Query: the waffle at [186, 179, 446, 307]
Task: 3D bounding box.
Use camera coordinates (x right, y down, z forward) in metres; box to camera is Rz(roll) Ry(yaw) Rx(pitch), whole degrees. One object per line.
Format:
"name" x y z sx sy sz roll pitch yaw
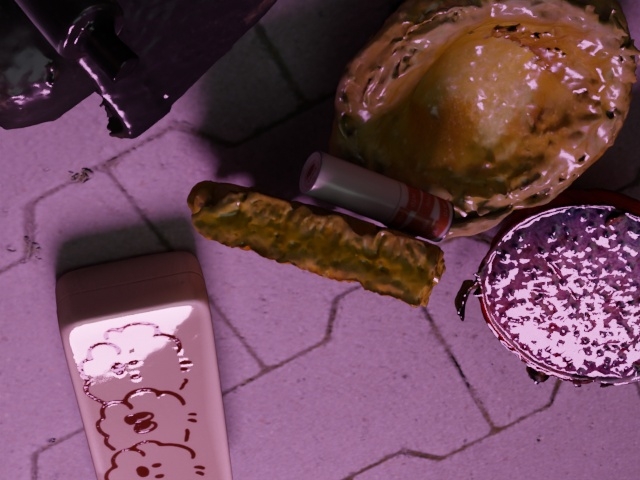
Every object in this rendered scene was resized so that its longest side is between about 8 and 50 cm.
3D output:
"waffle" 0.000 0.001 1.044 0.229 0.219 0.057 18 90 11

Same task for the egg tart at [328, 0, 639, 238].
"egg tart" 0.131 -0.126 1.015 0.288 0.118 0.288 -10 133 -11

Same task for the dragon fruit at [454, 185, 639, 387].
"dragon fruit" 0.276 0.026 1.203 0.218 0.148 0.224 39 124 -7

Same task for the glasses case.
"glasses case" -0.170 0.163 1.192 0.144 0.076 0.336 -12 133 -9

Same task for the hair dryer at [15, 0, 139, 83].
"hair dryer" -0.177 -0.264 0.715 0.284 0.156 0.320 31 127 8

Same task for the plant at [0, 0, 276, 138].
"plant" -0.156 -0.171 0.862 0.256 0.142 0.164 -26 135 -1

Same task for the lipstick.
"lipstick" 0.048 -0.036 0.980 0.130 0.038 0.038 20 121 -24
